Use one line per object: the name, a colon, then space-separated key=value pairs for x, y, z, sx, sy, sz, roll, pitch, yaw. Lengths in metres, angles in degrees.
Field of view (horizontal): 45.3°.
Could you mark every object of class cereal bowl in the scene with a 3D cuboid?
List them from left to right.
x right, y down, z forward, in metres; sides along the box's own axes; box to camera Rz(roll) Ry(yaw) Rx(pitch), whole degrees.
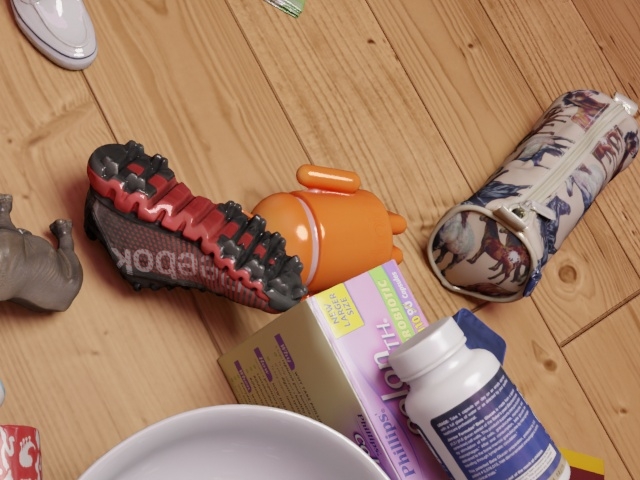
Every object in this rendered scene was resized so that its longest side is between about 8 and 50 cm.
cereal bowl: x=-0.077 y=0.321 z=0.649 sx=0.338 sy=0.141 sz=0.339 roll=5 pitch=59 yaw=-9

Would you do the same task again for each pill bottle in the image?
pill bottle: x=0.134 y=0.155 z=0.675 sx=0.094 sy=0.094 sz=0.169 roll=-33 pitch=88 yaw=-35

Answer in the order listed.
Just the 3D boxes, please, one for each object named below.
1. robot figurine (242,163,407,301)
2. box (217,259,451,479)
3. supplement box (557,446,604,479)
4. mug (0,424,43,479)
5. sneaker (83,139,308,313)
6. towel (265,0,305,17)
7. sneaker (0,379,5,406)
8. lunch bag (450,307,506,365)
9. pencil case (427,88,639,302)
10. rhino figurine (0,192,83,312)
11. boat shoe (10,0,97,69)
robot figurine: x=0.000 y=-0.002 z=0.946 sx=0.219 sy=0.158 sz=0.128 roll=-5 pitch=56 yaw=-31
box: x=0.024 y=0.170 z=0.815 sx=0.117 sy=0.243 sz=0.214 roll=-22 pitch=80 yaw=-34
supplement box: x=0.228 y=0.349 z=0.920 sx=0.191 sy=0.129 sz=0.194 roll=20 pitch=61 yaw=-21
mug: x=-0.311 y=0.257 z=0.672 sx=0.150 sy=0.113 sz=0.169 roll=4 pitch=64 yaw=-30
sneaker: x=-0.147 y=0.011 z=0.849 sx=0.276 sy=0.135 sz=0.098 roll=32 pitch=28 yaw=2
towel: x=-0.083 y=-0.409 z=1.140 sx=0.152 sy=0.023 sz=0.113 roll=24 pitch=60 yaw=-19
sneaker: x=-0.452 y=0.102 z=0.653 sx=0.319 sy=0.127 sz=0.208 roll=37 pitch=54 yaw=1
lunch bag: x=0.198 y=0.149 z=1.031 sx=0.098 sy=0.065 sz=0.067 roll=41 pitch=40 yaw=-7
pencil case: x=0.331 y=-0.079 z=1.133 sx=0.160 sy=0.183 sz=0.410 roll=49 pitch=54 yaw=-1
rhino figurine: x=-0.313 y=0.012 z=0.734 sx=0.106 sy=0.073 sz=0.243 roll=68 pitch=12 yaw=18
boat shoe: x=-0.339 y=-0.315 z=0.923 sx=0.083 sy=0.076 sz=0.226 roll=-31 pitch=86 yaw=-35
